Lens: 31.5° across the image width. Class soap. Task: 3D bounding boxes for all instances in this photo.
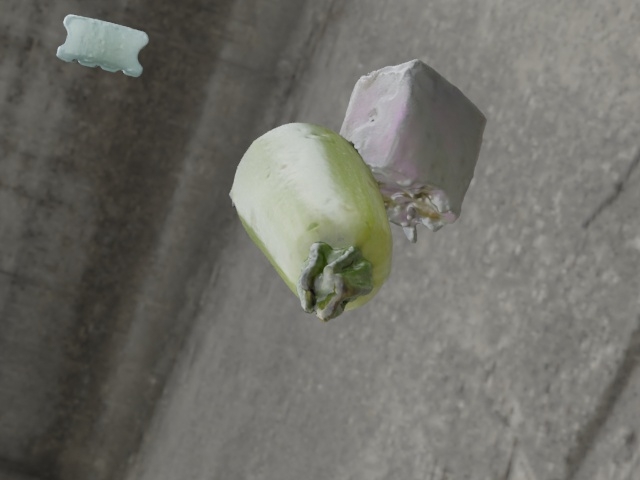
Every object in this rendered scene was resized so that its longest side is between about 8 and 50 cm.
[{"bbox_3d":[-0.311,-0.278,1.630,0.198,0.119,0.067,-141,65,-77],"label":"soap"}]

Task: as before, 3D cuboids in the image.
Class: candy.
[{"bbox_3d":[0.125,-0.128,1.554,0.137,0.184,0.195,-7,56,46],"label":"candy"}]

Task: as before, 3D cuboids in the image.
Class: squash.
[{"bbox_3d":[0.015,0.004,0.943,0.287,0.137,0.137,-122,49,-63],"label":"squash"}]
